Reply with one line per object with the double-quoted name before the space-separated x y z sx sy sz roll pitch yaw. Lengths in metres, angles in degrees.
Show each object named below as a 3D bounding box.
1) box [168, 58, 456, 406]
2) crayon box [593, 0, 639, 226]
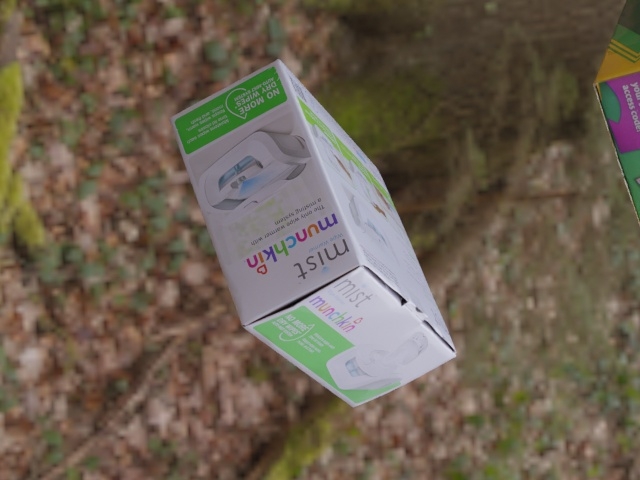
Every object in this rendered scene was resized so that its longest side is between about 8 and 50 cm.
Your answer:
"box" 0.000 0.000 1.537 0.262 0.127 0.231 43 23 -60
"crayon box" 0.449 -0.099 2.012 0.363 0.106 0.313 67 27 -20
